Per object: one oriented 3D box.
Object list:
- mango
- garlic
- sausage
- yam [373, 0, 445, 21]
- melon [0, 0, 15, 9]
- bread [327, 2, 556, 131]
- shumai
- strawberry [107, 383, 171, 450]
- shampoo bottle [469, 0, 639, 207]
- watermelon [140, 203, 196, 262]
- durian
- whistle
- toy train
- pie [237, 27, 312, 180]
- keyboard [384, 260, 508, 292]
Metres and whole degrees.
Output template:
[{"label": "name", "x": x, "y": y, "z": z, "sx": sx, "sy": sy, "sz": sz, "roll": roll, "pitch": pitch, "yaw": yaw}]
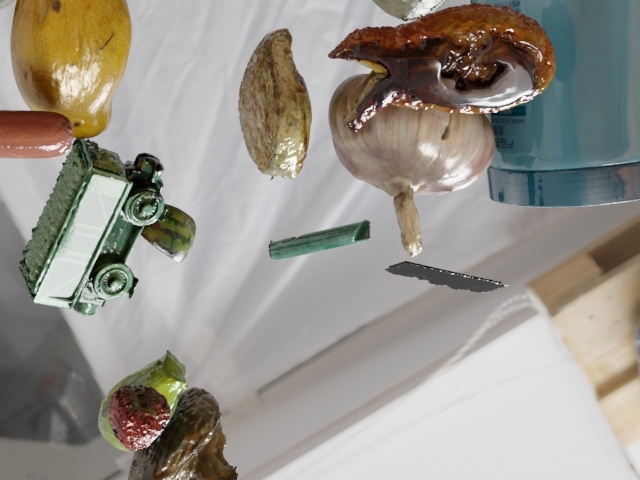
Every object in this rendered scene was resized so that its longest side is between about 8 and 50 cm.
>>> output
[{"label": "mango", "x": -0.320, "y": -0.245, "z": 1.420, "sx": 0.109, "sy": 0.157, "sz": 0.262, "roll": 37, "pitch": 136, "yaw": 48}, {"label": "garlic", "x": 0.127, "y": -0.103, "z": 1.555, "sx": 0.245, "sy": 0.245, "sz": 0.253, "roll": 22, "pitch": -107, "yaw": -84}, {"label": "sausage", "x": -0.386, "y": -0.133, "z": 1.363, "sx": 0.062, "sy": 0.154, "sz": 0.062, "roll": 180, "pitch": 90, "yaw": -78}, {"label": "yam", "x": 0.167, "y": -0.475, "z": 1.659, "sx": 0.168, "sy": 0.168, "sz": 0.304, "roll": 59, "pitch": 160, "yaw": 10}, {"label": "melon", "x": -0.497, "y": -0.442, "z": 1.493, "sx": 0.268, "sy": 0.269, "sz": 0.330, "roll": 56, "pitch": 180, "yaw": -31}, {"label": "bread", "x": 0.146, "y": -0.213, "z": 1.305, "sx": 0.095, "sy": 0.269, "sz": 0.139, "roll": -88, "pitch": -8, "yaw": -57}, {"label": "shumai", "x": -0.216, "y": 0.361, "z": 1.815, "sx": 0.153, "sy": 0.209, "sz": 0.161, "roll": 37, "pitch": 156, "yaw": -12}, {"label": "strawberry", "x": -0.235, "y": 0.230, "z": 1.412, "sx": 0.083, "sy": 0.083, "sz": 0.096, "roll": -116, "pitch": 25, "yaw": -54}, {"label": "shampoo bottle", "x": 0.397, "y": -0.249, "z": 1.644, "sx": 0.331, "sy": 0.331, "sz": 0.342, "roll": -102, "pitch": 4, "yaw": -79}, {"label": "watermelon", "x": -0.252, "y": -0.004, "z": 1.766, "sx": 0.163, "sy": 0.087, "sz": 0.068, "roll": 36, "pitch": -141, "yaw": -47}, {"label": "durian", "x": -0.286, "y": 0.269, "z": 1.754, "sx": 0.101, "sy": 0.250, "sz": 0.139, "roll": 45, "pitch": -138, "yaw": 9}, {"label": "whistle", "x": 0.000, "y": 0.000, "z": 1.867, "sx": 0.039, "sy": 0.186, "sz": 0.039, "roll": 37, "pitch": -134, "yaw": -53}, {"label": "toy train", "x": -0.322, "y": -0.016, "z": 1.567, "sx": 0.154, "sy": 0.269, "sz": 0.115, "roll": 17, "pitch": -157, "yaw": -30}, {"label": "pie", "x": -0.058, "y": -0.185, "z": 1.503, "sx": 0.179, "sy": 0.084, "sz": 0.205, "roll": 124, "pitch": 137, "yaw": -64}, {"label": "keyboard", "x": 0.204, "y": 0.058, "z": 1.766, "sx": 0.074, "sy": 0.197, "sz": 0.015, "roll": -30, "pitch": 53, "yaw": 58}]
